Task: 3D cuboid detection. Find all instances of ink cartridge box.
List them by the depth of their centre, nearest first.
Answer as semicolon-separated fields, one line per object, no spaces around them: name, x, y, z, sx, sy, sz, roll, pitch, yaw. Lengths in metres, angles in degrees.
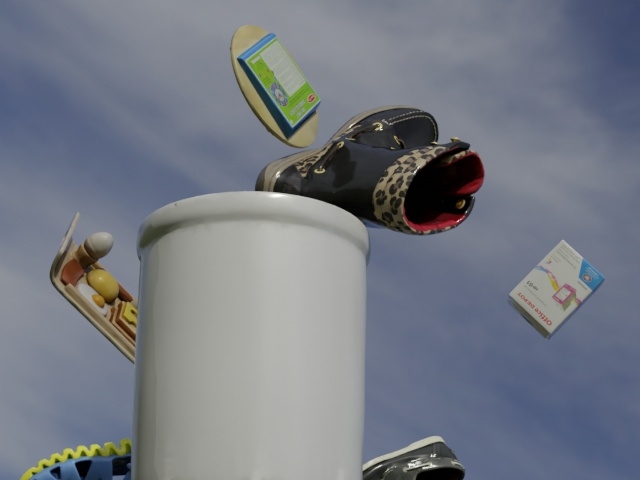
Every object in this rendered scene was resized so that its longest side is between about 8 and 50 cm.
ink cartridge box;0.354;0.075;2.075;0.088;0.122;0.052;43;-6;13

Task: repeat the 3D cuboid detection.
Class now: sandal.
sandal;-0.374;0.428;2.400;0.126;0.317;0.138;100;-27;-58

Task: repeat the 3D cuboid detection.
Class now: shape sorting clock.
shape sorting clock;-0.070;-0.232;2.082;0.040;0.206;0.206;-31;-67;28

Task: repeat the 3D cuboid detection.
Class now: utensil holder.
utensil holder;-0.092;0.174;1.857;0.328;0.385;0.327;0;-22;0

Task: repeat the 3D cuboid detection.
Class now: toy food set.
toy food set;-0.373;0.095;2.579;0.092;0.219;0.306;-40;-74;12

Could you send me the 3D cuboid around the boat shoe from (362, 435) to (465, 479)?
boat shoe;0.112;0.372;2.094;0.079;0.233;0.084;52;-32;35

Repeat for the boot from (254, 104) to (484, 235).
boot;0.122;-0.105;2.044;0.284;0.377;0.138;6;-68;44
